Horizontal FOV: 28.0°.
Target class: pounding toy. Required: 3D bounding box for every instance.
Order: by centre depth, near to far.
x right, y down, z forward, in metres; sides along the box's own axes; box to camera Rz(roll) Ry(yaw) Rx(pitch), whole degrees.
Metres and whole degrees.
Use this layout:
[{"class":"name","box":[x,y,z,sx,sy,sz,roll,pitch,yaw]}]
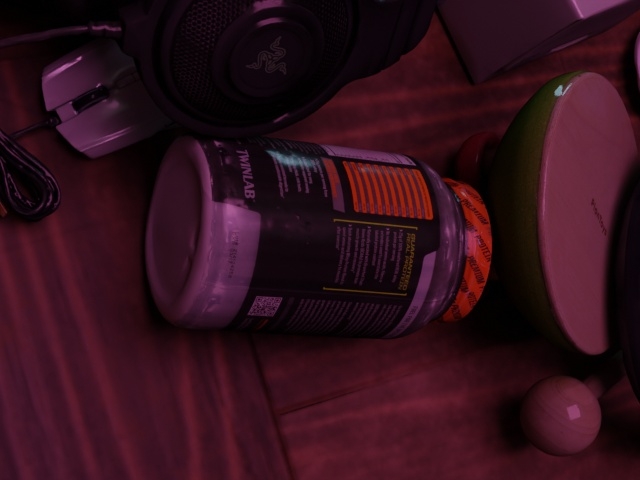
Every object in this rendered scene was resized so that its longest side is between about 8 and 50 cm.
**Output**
[{"class":"pounding toy","box":[0.140,0.007,0.862,0.183,0.110,0.237,-40,123,-50]}]

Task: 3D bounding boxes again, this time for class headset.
[{"class":"headset","box":[-0.086,-0.175,0.696,0.243,0.185,0.394,35,42,22]}]

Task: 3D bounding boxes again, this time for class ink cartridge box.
[{"class":"ink cartridge box","box":[0.150,-0.224,0.910,0.128,0.127,0.176,-26,89,-31]}]

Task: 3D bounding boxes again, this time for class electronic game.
[{"class":"electronic game","box":[0.266,0.038,0.898,0.229,0.048,0.229,4,84,-52]}]

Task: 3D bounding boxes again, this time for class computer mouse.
[{"class":"computer mouse","box":[-0.130,-0.090,0.774,0.193,0.042,0.106,-30,90,-31]}]

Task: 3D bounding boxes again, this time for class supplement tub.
[{"class":"supplement tub","box":[0.000,0.000,0.774,0.190,0.117,0.117,6,73,-26]}]

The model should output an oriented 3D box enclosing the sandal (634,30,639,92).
[{"class":"sandal","box":[0.368,-0.139,1.029,0.265,0.076,0.102,2,75,-27]}]
